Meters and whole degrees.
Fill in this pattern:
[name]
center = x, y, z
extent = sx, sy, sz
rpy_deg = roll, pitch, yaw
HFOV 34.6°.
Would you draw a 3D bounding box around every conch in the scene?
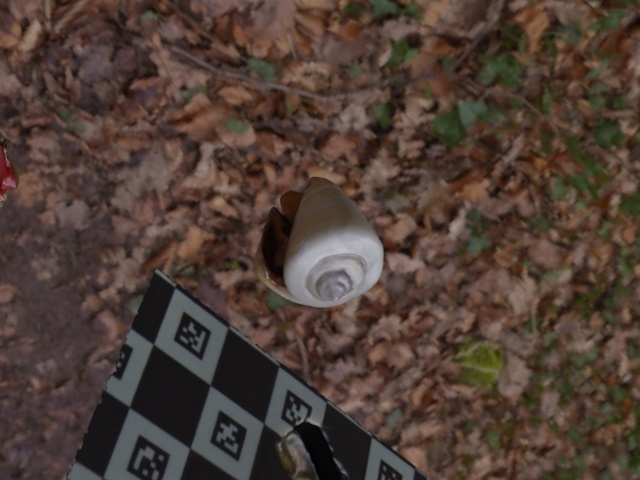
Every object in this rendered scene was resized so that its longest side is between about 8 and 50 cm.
[conch]
center = 0.007, 0.009, 1.310
extent = 0.158, 0.255, 0.127
rpy_deg = -33, 112, 19

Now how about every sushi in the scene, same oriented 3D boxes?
[sushi]
center = -0.068, 0.255, 0.831
extent = 0.064, 0.343, 0.359
rpy_deg = -30, 121, 36

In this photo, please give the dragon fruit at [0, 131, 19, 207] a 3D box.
[dragon fruit]
center = -0.470, -0.094, 1.302
extent = 0.172, 0.160, 0.166
rpy_deg = 35, 62, -25
